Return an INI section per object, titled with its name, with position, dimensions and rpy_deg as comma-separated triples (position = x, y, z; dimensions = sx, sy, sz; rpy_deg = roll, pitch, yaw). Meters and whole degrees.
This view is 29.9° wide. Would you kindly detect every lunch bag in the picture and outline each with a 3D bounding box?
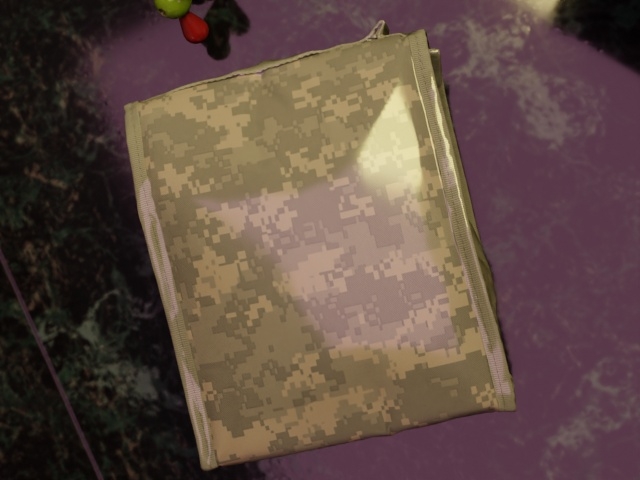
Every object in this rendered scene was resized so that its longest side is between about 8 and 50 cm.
[lunch bag]
position = 0.000, 0.000, 0.892
dimensions = 0.235, 0.169, 0.287
rpy_deg = -13, 91, 8

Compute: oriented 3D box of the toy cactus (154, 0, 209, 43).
[toy cactus]
position = -0.085, -0.275, 0.911
dimensions = 0.219, 0.180, 0.112
rpy_deg = -55, 43, 3
